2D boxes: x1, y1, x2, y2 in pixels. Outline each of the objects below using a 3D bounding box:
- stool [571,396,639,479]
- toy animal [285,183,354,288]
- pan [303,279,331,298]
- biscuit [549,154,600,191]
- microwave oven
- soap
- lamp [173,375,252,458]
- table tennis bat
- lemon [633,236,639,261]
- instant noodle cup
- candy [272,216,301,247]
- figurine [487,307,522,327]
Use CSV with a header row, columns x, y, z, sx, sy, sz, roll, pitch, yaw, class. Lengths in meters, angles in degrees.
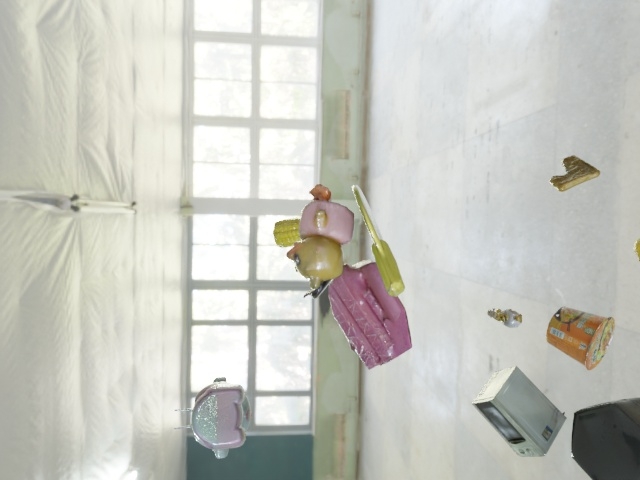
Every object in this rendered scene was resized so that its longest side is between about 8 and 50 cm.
x,y,z,sx,sy,sz,roll,pitch,yaw,class
0.752,0.506,1.153,0.232,0.141,0.233,-2,88,61,stool
0.003,0.003,1.327,0.195,0.168,0.282,86,-159,-66,toy animal
-0.013,0.182,1.706,0.115,0.040,0.212,-48,0,-34,pan
1.001,-0.272,1.889,0.174,0.183,0.039,-117,1,-52,biscuit
0.576,0.501,1.369,0.205,0.163,0.129,48,149,7,microwave oven
0.150,0.226,1.467,0.325,0.127,0.220,58,135,12,soap
-0.336,0.551,1.454,0.301,0.247,0.248,118,146,-70,lamp
0.161,-0.006,1.331,0.224,0.054,0.369,54,-164,-53,table tennis bat
0.941,0.022,1.347,0.092,0.065,0.065,-57,-5,-17,lemon
1.052,0.384,1.903,0.182,0.230,0.231,24,118,48,instant noodle cup
-0.061,-0.035,1.536,0.106,0.198,0.094,-25,-78,-58,candy
0.676,0.280,1.699,0.101,0.143,0.068,18,92,41,figurine
